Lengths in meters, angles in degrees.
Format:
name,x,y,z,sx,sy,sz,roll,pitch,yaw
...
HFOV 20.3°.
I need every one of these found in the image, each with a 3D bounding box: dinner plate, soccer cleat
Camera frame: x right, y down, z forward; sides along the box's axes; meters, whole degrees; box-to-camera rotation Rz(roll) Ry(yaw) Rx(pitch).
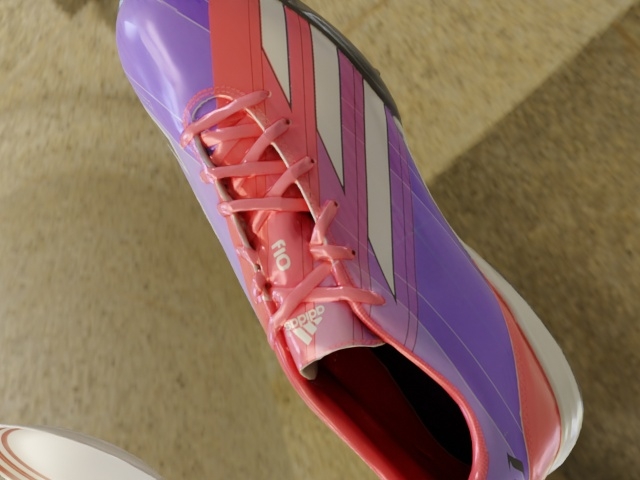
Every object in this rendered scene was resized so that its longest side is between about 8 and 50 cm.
name,x,y,z,sx,sy,sz,roll,pitch,yaw
dinner plate,-0.138,0.137,1.053,0.141,0.141,0.017,25,-117,-13
soccer cleat,0.000,0.000,0.850,0.108,0.116,0.318,-38,-91,34
